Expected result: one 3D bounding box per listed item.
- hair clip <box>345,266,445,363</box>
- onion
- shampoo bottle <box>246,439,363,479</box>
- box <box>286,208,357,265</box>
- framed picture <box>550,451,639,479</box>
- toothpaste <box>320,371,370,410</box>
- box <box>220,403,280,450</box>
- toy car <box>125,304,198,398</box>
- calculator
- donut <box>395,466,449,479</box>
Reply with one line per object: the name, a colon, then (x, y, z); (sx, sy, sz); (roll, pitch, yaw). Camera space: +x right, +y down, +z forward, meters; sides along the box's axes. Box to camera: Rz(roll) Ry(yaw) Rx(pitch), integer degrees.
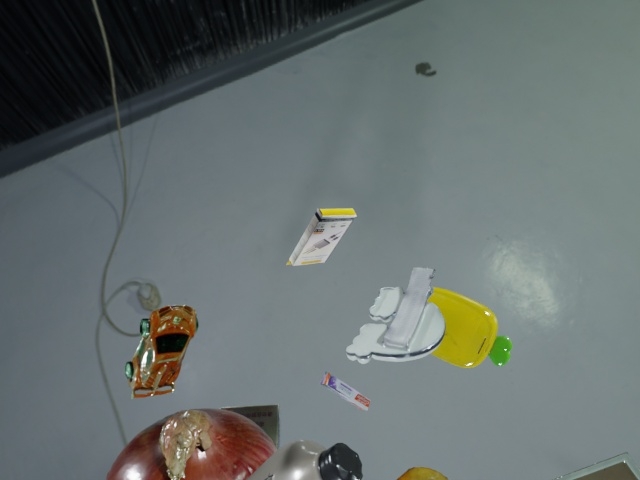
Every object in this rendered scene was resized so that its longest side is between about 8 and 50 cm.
hair clip: (0.145, 0.131, 0.763); (0.141, 0.054, 0.220); (9, 39, 25)
onion: (-0.257, 0.493, 0.877); (0.355, 0.353, 0.352); (0, 67, -1)
shampoo bottle: (-0.047, 0.305, 0.494); (0.078, 0.257, 0.127); (31, 25, -25)
box: (0.000, 0.000, 1.326); (0.129, 0.247, 0.033); (-5, 52, -36)
framed picture: (0.736, 0.710, 1.162); (0.293, 0.018, 0.231); (-40, 70, 27)
toothpaste: (0.084, 0.493, 1.457); (0.196, 0.040, 0.047); (40, 58, -24)
box: (-0.205, 0.631, 1.248); (0.181, 0.047, 0.324); (-3, 49, 1)
toy car: (-0.170, 0.119, 0.483); (0.059, 0.121, 0.035); (5, 36, -38)
calculator: (0.269, 0.179, 0.904); (0.235, 0.032, 0.146); (24, 110, 22)
donut: (0.219, 0.590, 0.955); (0.175, 0.074, 0.190); (22, 34, 20)
